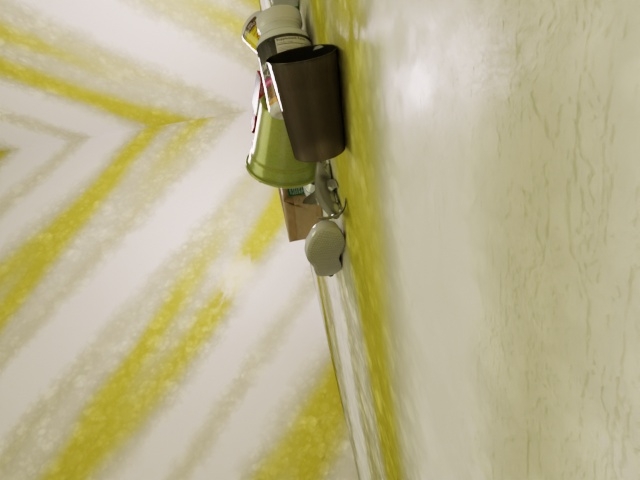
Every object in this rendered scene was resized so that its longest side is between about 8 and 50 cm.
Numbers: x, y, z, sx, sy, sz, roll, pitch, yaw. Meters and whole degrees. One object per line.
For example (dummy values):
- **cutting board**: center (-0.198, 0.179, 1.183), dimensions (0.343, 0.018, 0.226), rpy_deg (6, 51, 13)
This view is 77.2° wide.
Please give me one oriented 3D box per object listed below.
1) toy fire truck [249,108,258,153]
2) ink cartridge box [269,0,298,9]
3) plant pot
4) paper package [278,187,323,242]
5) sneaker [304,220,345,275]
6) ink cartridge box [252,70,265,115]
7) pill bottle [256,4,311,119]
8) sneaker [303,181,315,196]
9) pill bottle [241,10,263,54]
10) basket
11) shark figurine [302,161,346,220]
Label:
- **toy fire truck**: center (-0.218, -0.409, 1.688), dimensions (0.254, 0.170, 0.301), rpy_deg (168, 105, -71)
- **ink cartridge box**: center (-0.119, -0.796, 1.191), dimensions (0.208, 0.087, 0.152), rpy_deg (130, 129, -85)
- **plant pot**: center (-0.120, -0.364, 1.388), dimensions (0.253, 0.276, 0.276), rpy_deg (101, 161, -43)
- **paper package**: center (-0.103, -0.207, 1.846), dimensions (0.309, 0.168, 0.324), rpy_deg (85, 172, -52)
- **sneaker**: center (0.000, 0.000, 1.379), dimensions (0.366, 0.135, 0.150), rpy_deg (92, 163, -64)
- **ink cartridge box**: center (-0.150, -0.529, 1.475), dimensions (0.127, 0.176, 0.128), rpy_deg (-111, 30, -48)
- **pill bottle**: center (-0.095, -0.507, 1.160), dimensions (0.162, 0.162, 0.278), rpy_deg (-176, 75, -84)
- **sneaker**: center (-0.041, -0.277, 1.565), dimensions (0.091, 0.094, 0.258), rpy_deg (106, 150, -44)
- **pill bottle**: center (-0.145, -0.627, 1.302), dimensions (0.215, 0.117, 0.117), rpy_deg (45, 172, 3)
- **basket**: center (-0.021, -0.307, 0.914), dimensions (0.204, 0.154, 0.226), rpy_deg (-107, 4, -58)
- **shark figurine**: center (0.004, -0.119, 1.224), dimensions (0.166, 0.116, 0.278), rpy_deg (82, 175, -46)
